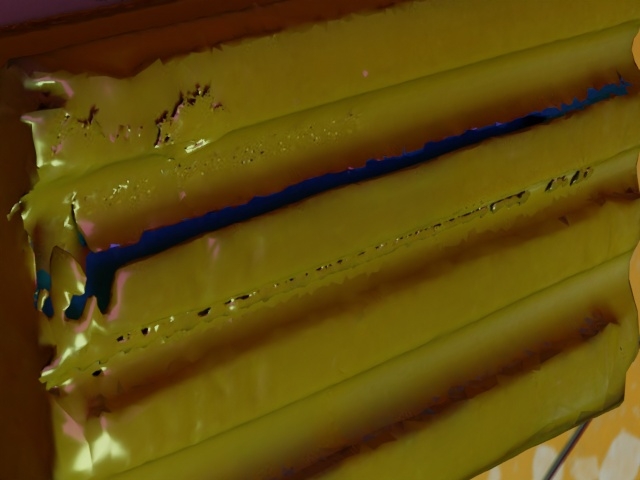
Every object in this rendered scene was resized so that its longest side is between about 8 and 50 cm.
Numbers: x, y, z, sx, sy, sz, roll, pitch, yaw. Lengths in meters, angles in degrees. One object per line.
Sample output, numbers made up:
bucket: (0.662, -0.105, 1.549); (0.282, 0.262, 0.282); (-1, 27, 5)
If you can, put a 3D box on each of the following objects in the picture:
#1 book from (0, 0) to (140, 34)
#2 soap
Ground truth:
book: (-0.030, -0.165, 0.641); (0.295, 0.020, 0.208); (-6, 103, -47)
soap: (0.000, 0.000, 0.627); (0.324, 0.096, 0.204); (-18, 113, -43)
